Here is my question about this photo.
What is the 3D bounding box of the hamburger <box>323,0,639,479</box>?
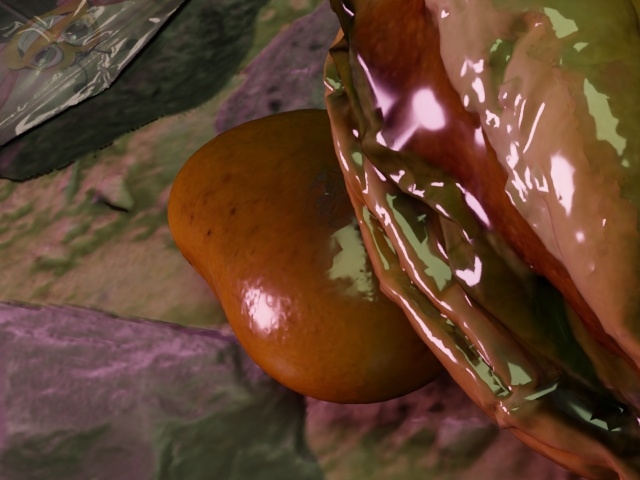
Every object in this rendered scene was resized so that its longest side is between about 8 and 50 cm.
[{"bbox_3d":[0.096,-0.057,0.639,0.209,0.162,0.330,22,47,-18],"label":"hamburger"}]

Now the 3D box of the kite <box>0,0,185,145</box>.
[{"bbox_3d":[-0.232,-0.166,1.021,0.204,0.022,0.360,-42,50,-20],"label":"kite"}]

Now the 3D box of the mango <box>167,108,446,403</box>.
[{"bbox_3d":[0.003,-0.001,0.740,0.115,0.090,0.178,-35,38,-3],"label":"mango"}]
